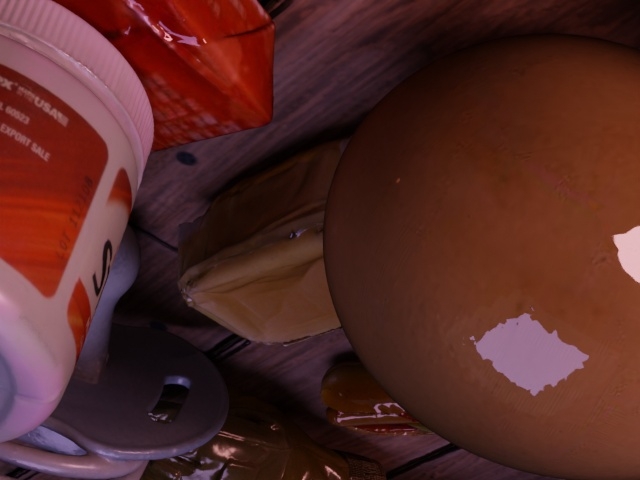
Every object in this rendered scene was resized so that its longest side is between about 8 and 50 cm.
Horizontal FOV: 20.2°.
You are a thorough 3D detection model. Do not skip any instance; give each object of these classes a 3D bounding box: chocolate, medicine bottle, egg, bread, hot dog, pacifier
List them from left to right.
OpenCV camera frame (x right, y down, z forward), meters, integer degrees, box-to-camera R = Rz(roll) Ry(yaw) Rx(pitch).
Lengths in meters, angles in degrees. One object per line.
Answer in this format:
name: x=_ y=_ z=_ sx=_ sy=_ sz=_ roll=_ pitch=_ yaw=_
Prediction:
medicine bottle: x=-0.264 y=-0.019 z=1.232 sx=0.252 sy=0.241 sz=0.252 roll=10 pitch=146 yaw=7
pacifier: x=-0.220 y=0.082 z=1.596 sx=0.299 sy=0.244 sz=0.233 roll=17 pitch=113 yaw=4
chocolate: x=-0.177 y=-0.167 z=1.294 sx=0.237 sy=0.108 sz=0.235 roll=-10 pitch=139 yaw=33
bread: x=0.000 y=0.000 z=1.463 sx=0.136 sy=0.107 sz=0.241 roll=35 pitch=141 yaw=-31
hot dog: x=0.111 y=0.147 z=1.669 sx=0.235 sy=0.062 sz=0.092 roll=-6 pitch=137 yaw=26
egg: x=0.184 y=0.015 z=1.246 sx=0.373 sy=0.301 sz=0.301 roll=14 pitch=147 yaw=-21

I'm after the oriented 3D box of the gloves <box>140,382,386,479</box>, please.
gloves: x=-0.082 y=0.228 z=1.774 sx=0.331 sy=0.141 sz=0.154 roll=24 pitch=122 yaw=-27
